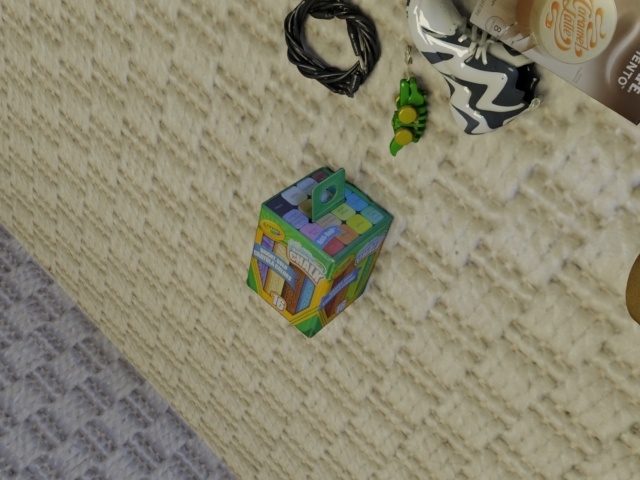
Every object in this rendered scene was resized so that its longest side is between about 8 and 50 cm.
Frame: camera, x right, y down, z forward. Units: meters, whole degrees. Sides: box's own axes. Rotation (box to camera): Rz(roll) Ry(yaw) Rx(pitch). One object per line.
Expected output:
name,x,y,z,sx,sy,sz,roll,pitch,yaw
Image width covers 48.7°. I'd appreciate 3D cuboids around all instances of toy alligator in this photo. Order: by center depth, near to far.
toy alligator,0.145,-0.214,1.108,0.051,0.056,0.189,2,128,-5

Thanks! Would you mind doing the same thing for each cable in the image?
cable,0.010,-0.329,1.162,0.184,0.047,0.150,41,139,17

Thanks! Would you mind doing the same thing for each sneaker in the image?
sneaker,0.224,-0.263,0.955,0.153,0.094,0.235,-10,109,47

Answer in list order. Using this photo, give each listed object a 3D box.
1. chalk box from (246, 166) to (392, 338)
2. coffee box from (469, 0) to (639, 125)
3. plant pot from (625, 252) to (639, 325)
chalk box,0.000,0.000,1.303,0.179,0.180,0.289,39,140,20
coffee box,0.323,-0.272,0.840,0.246,0.098,0.141,39,138,19
plant pot,0.509,0.082,0.834,0.254,0.237,0.237,22,133,55
